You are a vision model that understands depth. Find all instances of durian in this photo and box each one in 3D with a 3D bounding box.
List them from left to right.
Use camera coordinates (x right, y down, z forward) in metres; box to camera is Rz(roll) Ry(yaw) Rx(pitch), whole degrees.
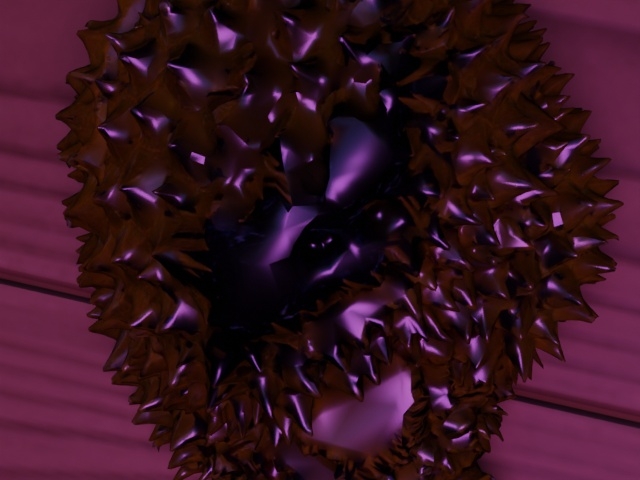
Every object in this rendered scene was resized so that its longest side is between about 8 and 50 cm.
[{"bbox_3d":[0.000,0.000,0.615,0.193,0.138,0.237,-31,80,8],"label":"durian"}]
